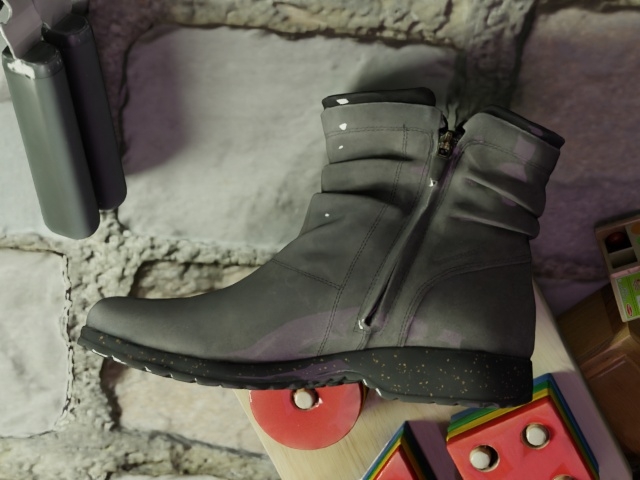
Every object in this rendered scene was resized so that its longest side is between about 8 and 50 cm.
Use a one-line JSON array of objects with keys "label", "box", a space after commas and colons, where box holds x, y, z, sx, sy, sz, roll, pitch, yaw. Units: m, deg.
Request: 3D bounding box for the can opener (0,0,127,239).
[{"label": "can opener", "box": [-0.198, -0.128, 1.236, 0.093, 0.074, 0.280, 12, 133, 30]}]

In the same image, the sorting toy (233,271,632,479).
[{"label": "sorting toy", "box": [0.074, 0.142, 1.387, 0.255, 0.089, 0.257, -25, 102, 15]}]

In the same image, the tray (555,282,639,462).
[{"label": "tray", "box": [0.294, 0.225, 1.550, 0.203, 0.076, 0.411, -36, 122, 21]}]

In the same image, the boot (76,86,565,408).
[{"label": "boot", "box": [0.000, 0.000, 1.289, 0.338, 0.118, 0.222, 4, 88, 2]}]

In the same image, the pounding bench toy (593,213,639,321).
[{"label": "pounding bench toy", "box": [0.252, 0.029, 1.394, 0.052, 0.065, 0.083, -18, 128, 7]}]

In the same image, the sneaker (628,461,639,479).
[{"label": "sneaker", "box": [0.214, 0.234, 1.474, 0.188, 0.066, 0.071, -14, 145, 12]}]
